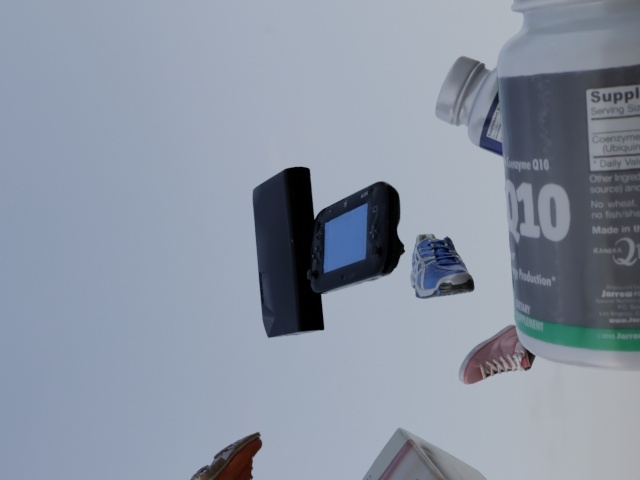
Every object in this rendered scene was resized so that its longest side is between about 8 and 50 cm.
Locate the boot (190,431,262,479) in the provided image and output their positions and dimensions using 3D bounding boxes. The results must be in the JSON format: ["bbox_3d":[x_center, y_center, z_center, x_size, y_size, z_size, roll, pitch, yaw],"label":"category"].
[{"bbox_3d":[-0.125,0.352,1.378,0.084,0.059,0.158,55,-145,0],"label":"boot"}]

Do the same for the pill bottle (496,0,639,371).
[{"bbox_3d":[0.261,-0.086,0.791,0.204,0.204,0.361,-24,-70,-63],"label":"pill bottle"}]

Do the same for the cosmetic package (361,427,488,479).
[{"bbox_3d":[0.129,0.326,0.946,0.153,0.129,0.296,-58,11,-1],"label":"cosmetic package"}]

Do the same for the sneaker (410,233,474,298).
[{"bbox_3d":[0.170,0.038,1.343,0.211,0.080,0.081,-149,53,-79],"label":"sneaker"}]

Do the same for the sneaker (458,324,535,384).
[{"bbox_3d":[0.280,0.185,1.409,0.134,0.070,0.051,-34,-53,-20],"label":"sneaker"}]

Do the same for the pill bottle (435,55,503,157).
[{"bbox_3d":[0.241,-0.153,1.107,0.112,0.187,0.112,-54,-20,-30],"label":"pill bottle"}]

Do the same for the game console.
[{"bbox_3d":[0.000,0.000,1.111,0.044,0.361,0.213,-2,-100,-26],"label":"game console"}]
